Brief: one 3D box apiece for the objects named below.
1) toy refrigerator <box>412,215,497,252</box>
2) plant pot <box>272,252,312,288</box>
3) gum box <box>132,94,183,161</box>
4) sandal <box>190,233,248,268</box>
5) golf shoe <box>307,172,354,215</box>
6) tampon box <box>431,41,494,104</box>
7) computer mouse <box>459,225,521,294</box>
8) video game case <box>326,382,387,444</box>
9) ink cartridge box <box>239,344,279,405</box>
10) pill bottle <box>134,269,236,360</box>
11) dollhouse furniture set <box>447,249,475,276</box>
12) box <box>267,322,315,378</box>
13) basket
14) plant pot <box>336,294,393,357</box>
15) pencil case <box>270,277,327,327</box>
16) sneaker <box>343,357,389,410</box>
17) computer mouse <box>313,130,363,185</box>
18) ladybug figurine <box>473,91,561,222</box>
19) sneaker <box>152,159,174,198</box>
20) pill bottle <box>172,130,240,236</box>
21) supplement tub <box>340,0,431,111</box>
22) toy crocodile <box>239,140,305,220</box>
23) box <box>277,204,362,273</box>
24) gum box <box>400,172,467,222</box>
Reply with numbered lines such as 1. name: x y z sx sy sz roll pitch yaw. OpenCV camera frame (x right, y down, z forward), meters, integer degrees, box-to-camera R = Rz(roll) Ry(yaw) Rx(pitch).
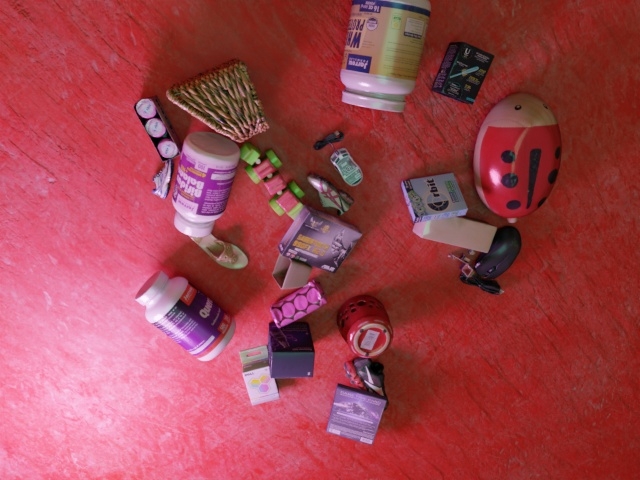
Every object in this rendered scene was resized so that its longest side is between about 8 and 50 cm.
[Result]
1. toy refrigerator: 0.475 -0.042 1.843 0.270 0.094 0.102 12 104 -16
2. plant pot: -0.092 0.104 1.794 0.096 0.109 0.109 11 109 -28
3. gum box: -0.485 -0.341 1.550 0.062 0.107 0.188 -24 112 0
4. sandal: -0.346 0.034 1.731 0.240 0.079 0.088 40 99 -21
5. golf shoe: 0.023 -0.153 1.732 0.186 0.067 0.086 35 103 -20
6. tampon box: 0.449 -0.532 1.645 0.121 0.101 0.161 17 106 -16
7. computer mouse: 0.664 0.077 1.929 0.189 0.072 0.272 23 105 -16
8. video game case: 0.137 0.683 2.023 0.196 0.026 0.274 14 122 7
9. ink cartridge box: -0.228 0.506 1.939 0.109 0.062 0.209 -13 112 -4
10. pill bottle: -0.453 0.248 1.738 0.181 0.181 0.323 -43 112 7
11. dollhouse furniture set: 0.520 0.071 1.881 0.081 0.114 0.091 30 105 -14
12. box: -0.107 0.386 1.837 0.153 0.207 0.108 1 110 -10
13. basket: -0.284 -0.375 1.471 0.223 0.299 0.213 -24 114 -3
14. plant pot: 0.168 0.319 1.881 0.191 0.174 0.191 -4 112 -11
15. pencil case: -0.082 0.225 1.845 0.209 0.095 0.098 -31 106 5
16. sneaker: 0.209 0.553 2.014 0.135 0.097 0.276 -33 111 6
17. computer mouse: 0.069 -0.265 1.714 0.106 0.042 0.193 -35 107 -1
18. ladybug figurine: 0.682 -0.267 1.754 0.305 0.162 0.449 -9 112 -7
19. sneaker: -0.500 -0.200 1.632 0.058 0.052 0.135 15 107 -11
20. pill bottle: -0.361 -0.166 1.591 0.169 0.169 0.301 13 122 -14
21. supplement tub: 0.183 -0.553 1.523 0.229 0.228 0.316 6 109 -12
22. toy crocodile: -0.143 -0.180 1.673 0.115 0.105 0.340 -35 113 4
23. box: 0.000 0.000 1.751 0.231 0.056 0.183 22 114 -33
24. gum box: 0.384 -0.146 1.756 0.185 0.156 0.041 -9 150 -6
